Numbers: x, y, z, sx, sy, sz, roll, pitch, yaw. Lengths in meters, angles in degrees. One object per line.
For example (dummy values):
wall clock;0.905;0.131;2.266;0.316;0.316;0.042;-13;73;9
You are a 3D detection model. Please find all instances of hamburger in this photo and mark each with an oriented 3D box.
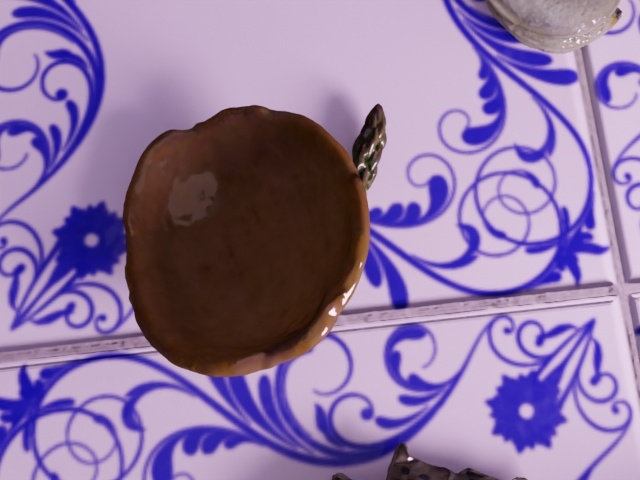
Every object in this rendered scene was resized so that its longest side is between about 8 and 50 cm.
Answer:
hamburger;0.178;-0.202;0.546;0.084;0.054;0.121;-43;81;-3

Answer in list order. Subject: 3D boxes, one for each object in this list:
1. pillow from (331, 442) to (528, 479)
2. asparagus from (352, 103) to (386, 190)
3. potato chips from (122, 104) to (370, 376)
pillow;0.104;0.202;0.473;0.241;0.051;0.093;13;85;2
asparagus;-0.001;0.000;0.518;0.034;0.027;0.236;31;81;-7
potato chips;-0.057;-0.001;0.486;0.208;0.062;0.195;24;78;28
